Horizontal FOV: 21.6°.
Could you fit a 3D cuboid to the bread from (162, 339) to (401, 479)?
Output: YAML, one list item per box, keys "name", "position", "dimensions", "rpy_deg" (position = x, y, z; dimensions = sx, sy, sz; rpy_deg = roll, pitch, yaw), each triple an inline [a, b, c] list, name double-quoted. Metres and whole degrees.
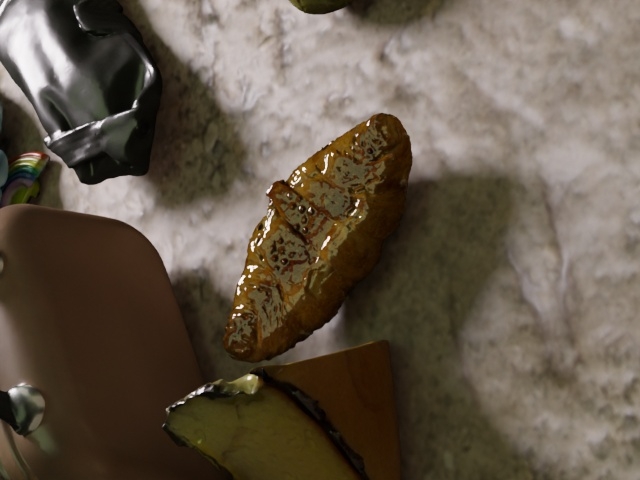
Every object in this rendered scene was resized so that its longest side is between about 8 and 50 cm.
- name: "bread"
  position: [-0.023, 0.158, 1.270]
  dimensions: [0.140, 0.160, 0.169]
  rpy_deg: [-22, 66, 35]

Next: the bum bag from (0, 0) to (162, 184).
- name: "bum bag"
  position: [-0.233, -0.167, 1.595]
  dimensions: [0.142, 0.080, 0.326]
  rpy_deg: [-44, 51, 14]

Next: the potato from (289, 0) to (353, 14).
- name: "potato"
  position: [0.019, -0.279, 1.403]
  dimensions: [0.105, 0.085, 0.188]
  rpy_deg: [25, 99, 43]

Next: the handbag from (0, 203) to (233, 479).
- name: "handbag"
  position: [-0.228, 0.112, 1.374]
  dimensions: [0.149, 0.283, 0.301]
  rpy_deg: [-36, 58, 26]

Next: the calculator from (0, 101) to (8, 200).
- name: "calculator"
  position: [-0.404, -0.090, 1.720]
  dimensions: [0.303, 0.042, 0.188]
  rpy_deg: [26, 91, 50]

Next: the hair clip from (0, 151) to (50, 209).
- name: "hair clip"
  position: [-0.320, -0.004, 1.650]
  dimensions: [0.060, 0.033, 0.188]
  rpy_deg: [22, 93, 44]

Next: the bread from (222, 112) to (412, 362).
- name: "bread"
  position: [0.000, 0.000, 1.349]
  dimensions: [0.105, 0.076, 0.233]
  rpy_deg: [37, 96, 28]
